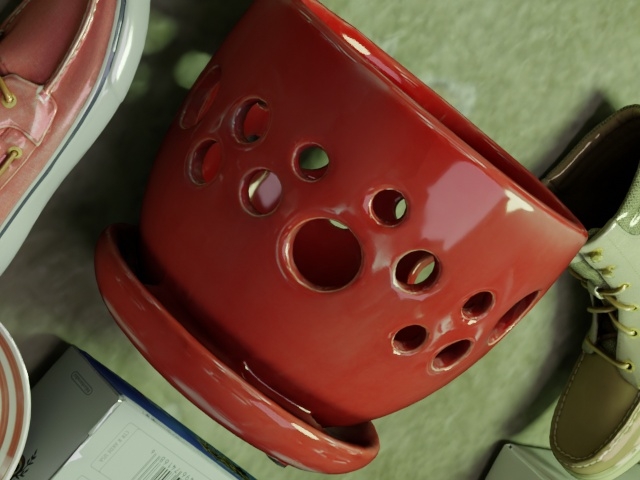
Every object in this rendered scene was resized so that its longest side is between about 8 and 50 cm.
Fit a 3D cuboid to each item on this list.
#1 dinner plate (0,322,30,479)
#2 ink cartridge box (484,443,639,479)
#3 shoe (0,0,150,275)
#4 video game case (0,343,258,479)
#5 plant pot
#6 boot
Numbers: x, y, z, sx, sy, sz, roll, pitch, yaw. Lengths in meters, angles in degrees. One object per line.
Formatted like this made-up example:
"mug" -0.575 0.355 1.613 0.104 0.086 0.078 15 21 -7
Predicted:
"dinner plate" -0.204 0.082 0.845 0.141 0.017 0.141 -9 110 -26
"ink cartridge box" 0.158 0.289 1.231 0.207 0.117 0.283 14 108 -44
"shoe" -0.146 -0.057 0.782 0.081 0.063 0.178 17 111 -50
"video game case" -0.127 0.214 0.984 0.244 0.061 0.269 -48 137 -3
"plant pot" 0.000 0.000 0.855 0.174 0.191 0.191 -50 137 7
"boot" 0.174 0.035 1.103 0.165 0.077 0.213 30 92 -47
